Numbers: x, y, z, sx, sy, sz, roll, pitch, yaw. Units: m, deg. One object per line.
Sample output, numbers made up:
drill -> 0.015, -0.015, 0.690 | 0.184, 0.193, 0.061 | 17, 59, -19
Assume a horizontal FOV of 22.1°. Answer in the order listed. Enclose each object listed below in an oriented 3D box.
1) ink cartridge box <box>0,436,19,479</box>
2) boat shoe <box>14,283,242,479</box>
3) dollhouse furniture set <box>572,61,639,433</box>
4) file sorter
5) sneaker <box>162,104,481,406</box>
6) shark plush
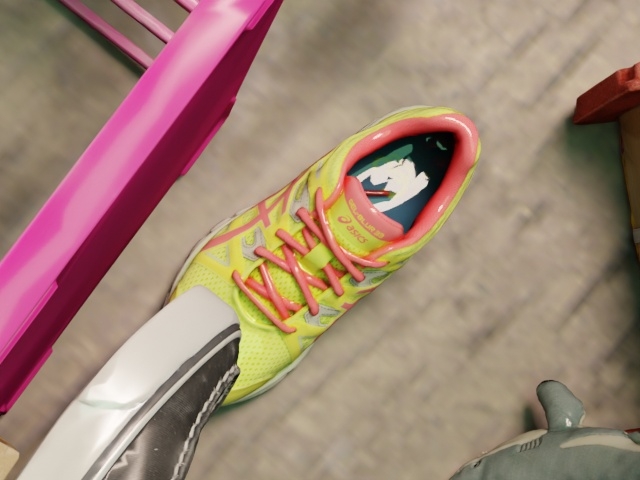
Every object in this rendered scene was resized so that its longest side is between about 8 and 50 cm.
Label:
ink cartridge box -> -0.264, 0.139, 0.686 | 0.235, 0.193, 0.088 | -57, 136, -11
boat shoe -> -0.098, 0.151, 0.691 | 0.102, 0.108, 0.301 | 32, 55, 3
dollhouse furniture set -> 0.245, -0.003, 0.722 | 0.152, 0.374, 0.201 | -7, 86, -8
file sorter -> -0.151, -0.063, 0.689 | 0.182, 0.290, 0.202 | 37, 78, -3
sneaker -> 0.000, 0.000, 0.811 | 0.081, 0.094, 0.208 | 46, 78, -5
shark plush -> 0.135, 0.129, 0.799 | 0.067, 0.161, 0.073 | -20, 116, -32
